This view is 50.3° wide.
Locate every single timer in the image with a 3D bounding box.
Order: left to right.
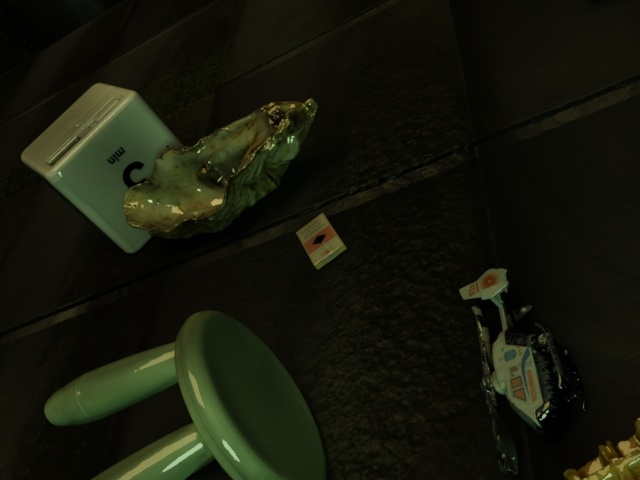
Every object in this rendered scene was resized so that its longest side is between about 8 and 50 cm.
[{"bbox_3d":[-0.344,-0.125,1.141,0.192,0.195,0.194,-49,38,-13],"label":"timer"}]

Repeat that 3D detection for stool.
[{"bbox_3d":[-0.123,0.196,0.620,0.198,0.195,0.195,-38,36,11],"label":"stool"}]

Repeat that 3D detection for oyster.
[{"bbox_3d":[-0.139,-0.097,1.004,0.341,0.110,0.166,-36,52,9],"label":"oyster"}]

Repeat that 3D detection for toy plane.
[{"bbox_3d":[0.169,0.096,0.588,0.078,0.053,0.197,-31,40,25],"label":"toy plane"}]

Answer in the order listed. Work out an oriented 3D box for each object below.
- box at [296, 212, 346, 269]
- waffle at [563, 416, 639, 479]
[{"bbox_3d":[0.000,0.000,0.866,0.046,0.012,0.083,-36,36,3],"label":"box"},{"bbox_3d":[0.270,0.137,0.462,0.160,0.046,0.192,12,58,46],"label":"waffle"}]
